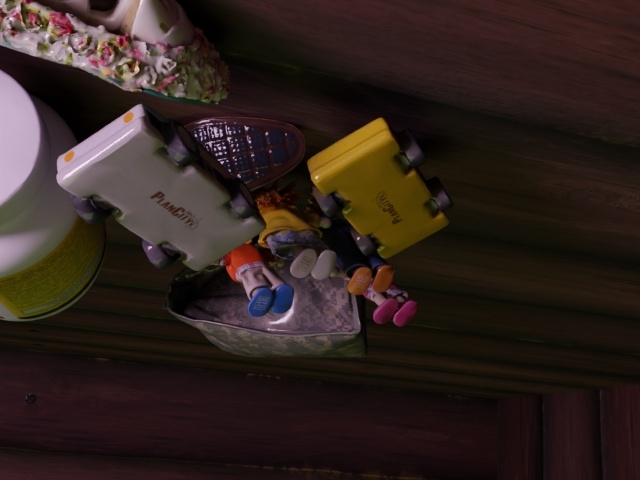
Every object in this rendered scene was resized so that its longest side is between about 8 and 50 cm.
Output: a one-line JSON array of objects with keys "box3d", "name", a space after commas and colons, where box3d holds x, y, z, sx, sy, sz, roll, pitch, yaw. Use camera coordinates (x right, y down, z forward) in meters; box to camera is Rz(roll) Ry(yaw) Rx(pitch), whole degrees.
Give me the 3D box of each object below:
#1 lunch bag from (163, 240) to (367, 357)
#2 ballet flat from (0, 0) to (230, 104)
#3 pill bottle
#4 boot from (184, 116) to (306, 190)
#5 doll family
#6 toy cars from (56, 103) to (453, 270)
[{"box3d": [-0.074, 0.092, 1.171, 0.287, 0.169, 0.235, -2, 163, 6], "name": "lunch bag"}, {"box3d": [-0.155, -0.155, 0.518, 0.241, 0.091, 0.077, 11, 131, -35], "name": "ballet flat"}, {"box3d": [-0.318, -0.037, 0.755, 0.187, 0.188, 0.334, 7, 164, -9], "name": "pill bottle"}, {"box3d": [-0.114, -0.083, 0.799, 0.219, 0.082, 0.106, -11, -172, 11], "name": "boot"}, {"box3d": [0.000, 0.000, 0.869, 0.263, 0.118, 0.163, 10, -156, -33], "name": "doll family"}, {"box3d": [-0.039, -0.057, 0.679, 0.393, 0.087, 0.176, -2, 142, -31], "name": "toy cars"}]
